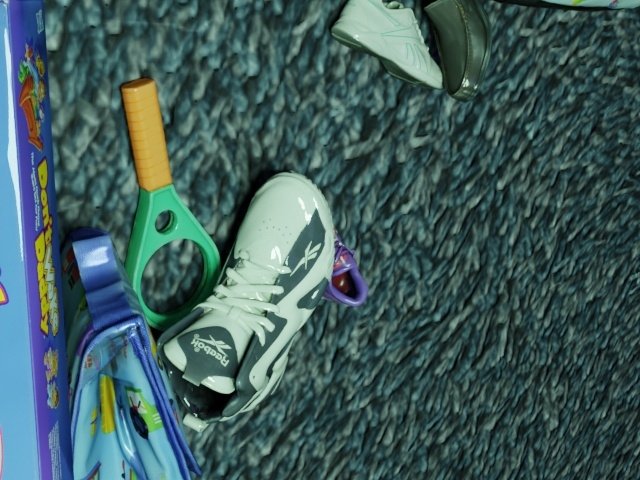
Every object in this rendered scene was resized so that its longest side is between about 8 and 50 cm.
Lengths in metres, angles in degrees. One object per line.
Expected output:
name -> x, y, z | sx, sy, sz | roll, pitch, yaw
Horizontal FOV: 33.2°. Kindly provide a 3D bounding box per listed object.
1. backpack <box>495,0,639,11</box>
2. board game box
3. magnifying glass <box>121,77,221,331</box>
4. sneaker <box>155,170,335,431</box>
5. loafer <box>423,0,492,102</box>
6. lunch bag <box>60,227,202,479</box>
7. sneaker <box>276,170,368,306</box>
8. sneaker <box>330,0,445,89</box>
backpack -> 0.191, -0.317, 0.917 | 0.355, 0.290, 0.273 | 12, 117, -50
board game box -> -0.275, 0.036, 0.626 | 0.233, 0.078, 0.347 | 0, 103, 0
magnifying glass -> -0.136, -0.025, 0.919 | 0.092, 0.026, 0.231 | -25, 121, -32
sneaker -> -0.067, 0.062, 0.916 | 0.235, 0.094, 0.153 | -65, 170, 23
loafer -> 0.124, -0.216, 1.028 | 0.061, 0.062, 0.170 | 6, 74, -30
lunch bag -> -0.163, 0.135, 0.816 | 0.138, 0.221, 0.293 | -8, 110, -14
sneaker -> 0.000, 0.000, 1.017 | 0.068, 0.071, 0.170 | -50, 131, -15
sneaker -> 0.078, -0.190, 1.022 | 0.152, 0.054, 0.061 | 26, 86, -43
